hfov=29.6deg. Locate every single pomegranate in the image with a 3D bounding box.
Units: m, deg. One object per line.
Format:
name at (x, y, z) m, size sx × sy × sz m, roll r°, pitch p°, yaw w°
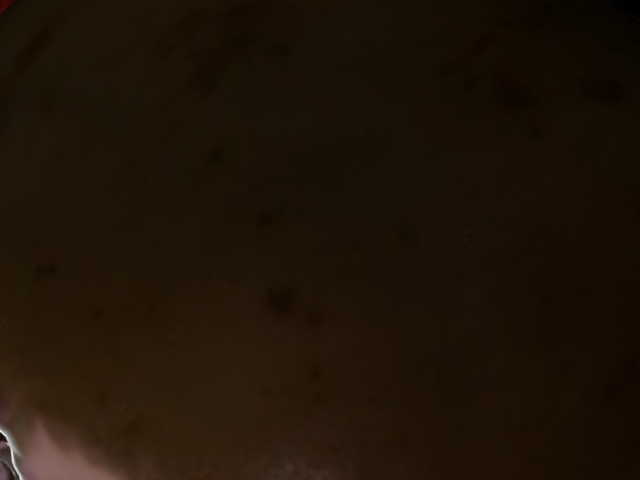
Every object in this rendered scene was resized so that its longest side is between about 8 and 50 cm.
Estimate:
pomegranate at (0.012, 0.025, 0.554) m, size 0.410 × 0.410 × 0.410 m, roll 42°, pitch 172°, yaw 7°

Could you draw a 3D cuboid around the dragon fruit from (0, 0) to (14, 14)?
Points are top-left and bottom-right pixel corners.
dragon fruit at (-0.228, -0.197, 1.006) m, size 0.227 × 0.224 × 0.224 m, roll 35°, pitch 169°, yaw 34°
